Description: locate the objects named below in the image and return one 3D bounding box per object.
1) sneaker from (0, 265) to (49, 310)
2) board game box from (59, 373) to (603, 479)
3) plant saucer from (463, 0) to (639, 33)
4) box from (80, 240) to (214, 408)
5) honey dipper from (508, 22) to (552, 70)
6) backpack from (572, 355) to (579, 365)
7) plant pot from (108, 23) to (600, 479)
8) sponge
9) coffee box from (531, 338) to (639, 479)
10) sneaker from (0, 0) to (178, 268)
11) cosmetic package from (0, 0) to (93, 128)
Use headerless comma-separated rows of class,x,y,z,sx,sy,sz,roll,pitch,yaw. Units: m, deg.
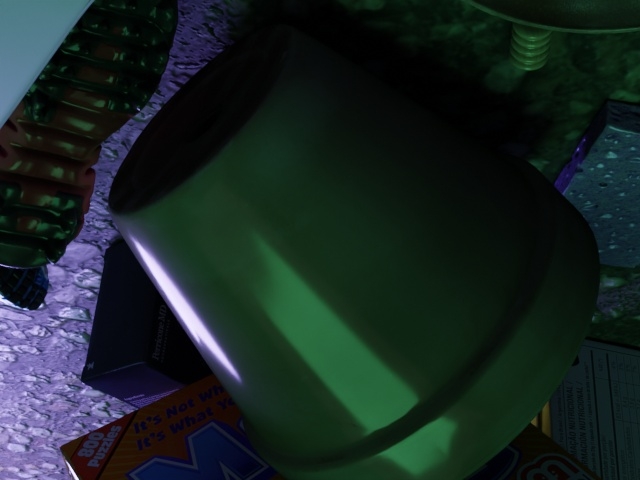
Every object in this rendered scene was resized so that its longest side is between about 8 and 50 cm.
sneaker,-0.362,0.011,1.059,0.083,0.071,0.191,-12,138,36
board game box,0.019,0.341,0.981,0.356,0.356,0.356,-24,126,-24
plant saucer,0.174,-0.243,0.557,0.311,0.050,0.310,1,145,1
box,-0.150,0.095,1.078,0.093,0.156,0.158,-19,142,32
honey dipper,0.149,-0.180,0.706,0.030,0.030,0.160,1,148,5
backpack,0.180,0.076,1.039,0.152,0.115,0.182,-8,164,7
plant pot,0.000,0.000,0.799,0.323,0.323,0.280,-25,123,39
sponge,0.269,-0.042,0.924,0.117,0.031,0.210,8,150,-6
coffee box,0.352,0.354,1.281,0.334,0.338,0.337,12,148,-13
sneaker,-0.197,-0.113,0.791,0.098,0.135,0.276,15,125,-31
cosmetic package,-0.301,-0.156,0.678,0.217,0.156,0.385,22,144,-29
